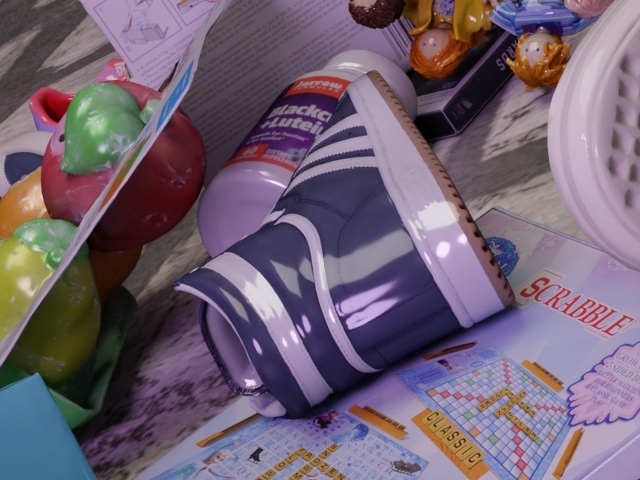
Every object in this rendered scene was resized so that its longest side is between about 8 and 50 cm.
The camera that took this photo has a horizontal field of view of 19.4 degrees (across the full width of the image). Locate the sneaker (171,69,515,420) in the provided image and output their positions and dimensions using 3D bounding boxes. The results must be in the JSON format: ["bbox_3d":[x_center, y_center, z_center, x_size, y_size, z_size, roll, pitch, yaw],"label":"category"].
[{"bbox_3d":[0.000,0.000,1.018,0.153,0.099,0.282,-31,20,3],"label":"sneaker"}]

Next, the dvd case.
[{"bbox_3d":[0.107,-0.151,1.515,0.179,0.029,0.238,-10,31,50],"label":"dvd case"}]

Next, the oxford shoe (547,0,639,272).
[{"bbox_3d":[0.239,-0.102,0.957,0.130,0.169,0.449,-12,19,45],"label":"oxford shoe"}]

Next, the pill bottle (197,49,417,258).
[{"bbox_3d":[-0.001,-0.055,1.334,0.108,0.108,0.193,-19,24,37],"label":"pill bottle"}]

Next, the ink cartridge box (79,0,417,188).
[{"bbox_3d":[-0.038,-0.203,1.462,0.275,0.239,0.060,-34,21,1],"label":"ink cartridge box"}]

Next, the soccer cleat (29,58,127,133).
[{"bbox_3d":[-0.139,-0.128,1.724,0.318,0.116,0.108,-18,23,37],"label":"soccer cleat"}]

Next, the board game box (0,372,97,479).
[{"bbox_3d":[-0.311,0.207,1.002,0.336,0.079,0.254,-26,-8,-33],"label":"board game box"}]

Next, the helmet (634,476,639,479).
[{"bbox_3d":[0.123,0.146,0.544,0.161,0.169,0.169,-23,7,-43],"label":"helmet"}]

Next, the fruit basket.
[{"bbox_3d":[-0.178,-0.019,1.304,0.353,0.165,0.327,-59,8,18],"label":"fruit basket"}]

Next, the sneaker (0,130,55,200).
[{"bbox_3d":[-0.281,-0.012,1.709,0.350,0.131,0.148,2,69,44],"label":"sneaker"}]

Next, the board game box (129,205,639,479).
[{"bbox_3d":[0.039,0.121,0.905,0.318,0.066,0.319,-37,19,-8],"label":"board game box"}]

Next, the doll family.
[{"bbox_3d":[0.140,-0.191,1.366,0.263,0.118,0.163,1,71,31],"label":"doll family"}]
